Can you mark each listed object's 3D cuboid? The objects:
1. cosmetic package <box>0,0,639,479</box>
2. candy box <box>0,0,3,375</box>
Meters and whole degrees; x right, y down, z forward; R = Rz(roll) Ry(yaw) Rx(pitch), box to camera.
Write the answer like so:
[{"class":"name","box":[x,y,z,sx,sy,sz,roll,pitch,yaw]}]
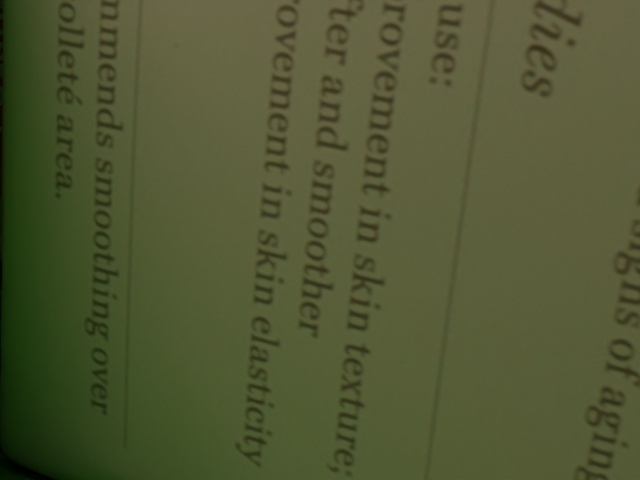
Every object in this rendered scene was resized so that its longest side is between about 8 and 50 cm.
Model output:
[{"class":"cosmetic package","box":[0.132,-0.063,0.454,0.393,0.330,0.327,15,20,22]},{"class":"candy box","box":[-0.140,-0.063,0.494,0.122,0.268,0.317,16,6,20]}]
